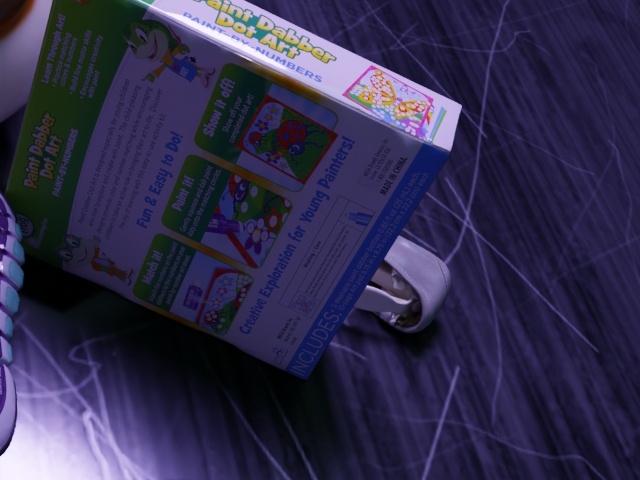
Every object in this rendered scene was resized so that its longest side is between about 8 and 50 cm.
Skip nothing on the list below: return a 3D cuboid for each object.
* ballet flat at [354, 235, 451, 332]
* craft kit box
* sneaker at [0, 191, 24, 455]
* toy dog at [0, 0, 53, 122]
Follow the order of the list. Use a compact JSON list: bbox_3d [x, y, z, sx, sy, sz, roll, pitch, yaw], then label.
[{"bbox_3d":[0.000,0.000,0.882,0.213,0.072,0.068,30,49,0],"label":"ballet flat"},{"bbox_3d":[-0.072,-0.041,0.756,0.246,0.250,0.061,23,45,-7],"label":"craft kit box"},{"bbox_3d":[-0.238,0.029,0.705,0.098,0.083,0.224,43,24,-51],"label":"sneaker"},{"bbox_3d":[-0.245,-0.236,0.866,0.395,0.284,0.408,39,44,-15],"label":"toy dog"}]
